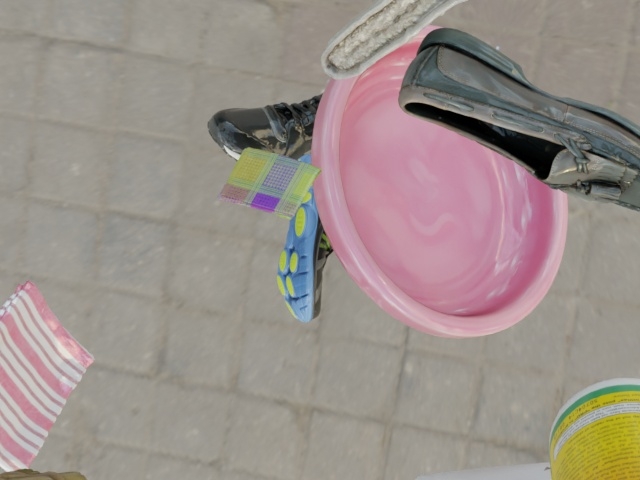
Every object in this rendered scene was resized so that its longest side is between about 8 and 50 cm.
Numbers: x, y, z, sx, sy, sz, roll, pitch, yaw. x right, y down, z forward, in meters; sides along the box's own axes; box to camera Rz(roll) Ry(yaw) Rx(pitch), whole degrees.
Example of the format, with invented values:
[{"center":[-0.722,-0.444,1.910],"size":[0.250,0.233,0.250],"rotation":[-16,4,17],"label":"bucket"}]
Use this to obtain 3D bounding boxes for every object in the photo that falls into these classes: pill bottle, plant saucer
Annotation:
[{"center":[0.221,0.196,0.930],"size":[0.117,0.208,0.118],"rotation":[2,118,4],"label":"pill bottle"},{"center":[0.117,-0.058,1.422],"size":[0.084,0.332,0.332],"rotation":[-20,97,51],"label":"plant saucer"}]

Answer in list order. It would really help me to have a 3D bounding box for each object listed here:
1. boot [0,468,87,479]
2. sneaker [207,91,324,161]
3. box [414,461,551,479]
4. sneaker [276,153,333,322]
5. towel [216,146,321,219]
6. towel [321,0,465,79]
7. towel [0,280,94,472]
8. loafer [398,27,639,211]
[{"center":[-0.341,0.222,1.046],"size":[0.269,0.236,0.089],"rotation":[2,69,-33],"label":"boot"},{"center":[-0.008,-0.155,1.724],"size":[0.124,0.283,0.107],"rotation":[-59,44,30],"label":"sneaker"},{"center":[0.164,0.399,1.206],"size":[0.168,0.215,0.345],"rotation":[-10,96,25],"label":"box"},{"center":[0.000,0.000,1.490],"size":[0.078,0.067,0.188],"rotation":[2,98,-34],"label":"sneaker"},{"center":[-0.046,-0.051,1.195],"size":[0.083,0.009,0.060],"rotation":[15,63,27],"label":"towel"},{"center":[0.132,-0.245,1.162],"size":[0.049,0.187,0.282],"rotation":[51,139,-7],"label":"towel"},{"center":[-0.351,0.163,1.595],"size":[0.029,0.197,0.144],"rotation":[-11,127,33],"label":"towel"},{"center":[0.189,-0.083,1.182],"size":[0.267,0.096,0.084],"rotation":[30,62,3],"label":"loafer"}]
